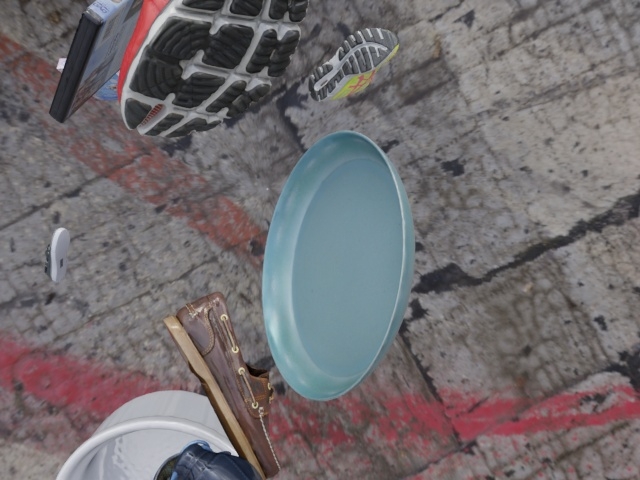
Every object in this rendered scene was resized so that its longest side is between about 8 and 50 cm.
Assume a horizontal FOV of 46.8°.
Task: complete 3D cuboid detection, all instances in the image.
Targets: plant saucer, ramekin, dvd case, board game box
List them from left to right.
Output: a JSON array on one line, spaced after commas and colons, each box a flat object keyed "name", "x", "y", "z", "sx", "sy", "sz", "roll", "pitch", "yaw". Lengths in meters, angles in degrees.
[{"name": "board game box", "x": -0.324, "y": -0.237, "z": 1.092, "sx": 0.090, "sy": 0.090, "sz": 0.020, "roll": 2, "pitch": 69, "yaw": 19}, {"name": "dvd case", "x": -0.197, "y": -0.252, "z": 0.812, "sx": 0.022, "sy": 0.180, "sz": 0.253, "roll": 38, "pitch": 53, "yaw": -10}, {"name": "ramekin", "x": -0.205, "y": 0.339, "z": 0.998, "sx": 0.277, "sy": 0.135, "sz": 0.277, "roll": 0, "pitch": 104, "yaw": -1}, {"name": "plant saucer", "x": 0.019, "y": 0.030, "z": 0.880, "sx": 0.044, "sy": 0.318, "sz": 0.317, "roll": 9, "pitch": 94, "yaw": -29}]

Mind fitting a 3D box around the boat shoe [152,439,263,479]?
[{"name": "boat shoe", "x": -0.116, "y": 0.236, "z": 0.719, "sx": 0.089, "sy": 0.258, "sz": 0.109, "roll": 42, "pitch": 53, "yaw": 3}]

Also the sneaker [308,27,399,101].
[{"name": "sneaker", "x": 0.074, "y": -0.332, "z": 1.405, "sx": 0.208, "sy": 0.094, "sz": 0.081, "roll": -26, "pitch": 75, "yaw": 40}]

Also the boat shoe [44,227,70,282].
[{"name": "boat shoe", "x": -0.570, "y": 0.029, "z": 1.586, "sx": 0.040, "sy": 0.049, "sz": 0.142, "roll": 25, "pitch": 124, "yaw": 10}]

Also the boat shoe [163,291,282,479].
[{"name": "boat shoe", "x": -0.085, "y": 0.153, "z": 0.770, "sx": 0.073, "sy": 0.073, "sz": 0.207, "roll": -29, "pitch": 101, "yaw": -19}]

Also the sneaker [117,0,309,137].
[{"name": "sneaker", "x": -0.064, "y": -0.200, "z": 0.503, "sx": 0.107, "sy": 0.118, "sz": 0.279, "roll": 10, "pitch": 118, "yaw": -47}]
